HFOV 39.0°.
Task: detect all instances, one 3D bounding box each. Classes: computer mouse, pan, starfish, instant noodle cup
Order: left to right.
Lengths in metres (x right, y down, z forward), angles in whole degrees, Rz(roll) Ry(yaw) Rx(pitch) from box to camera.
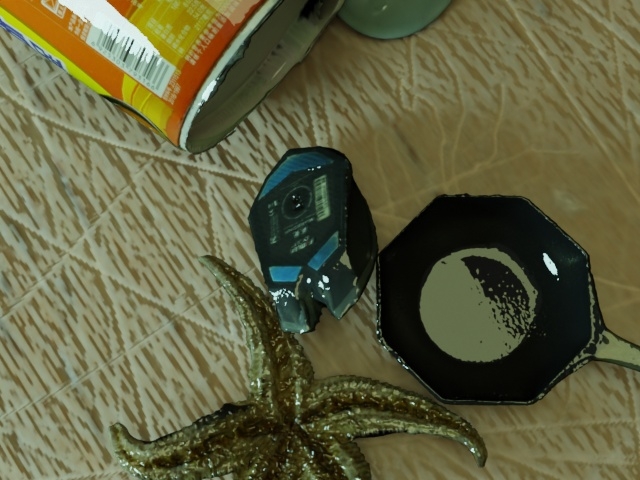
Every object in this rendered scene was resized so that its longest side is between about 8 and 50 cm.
[{"bbox_3d":[-0.090,-0.164,0.540,0.174,0.213,0.213,42,82,2],"label":"instant noodle cup"},{"bbox_3d":[-0.018,0.111,0.544,0.213,0.057,0.238,-15,63,-7],"label":"starfish"},{"bbox_3d":[0.000,0.000,0.558,0.079,0.047,0.135,-28,48,26],"label":"computer mouse"},{"bbox_3d":[0.125,0.063,0.549,0.128,0.048,0.202,-44,78,-6],"label":"pan"}]

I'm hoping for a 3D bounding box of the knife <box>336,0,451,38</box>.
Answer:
[{"bbox_3d":[-0.034,-0.311,0.576,0.132,0.038,0.398,-39,99,3],"label":"knife"}]
